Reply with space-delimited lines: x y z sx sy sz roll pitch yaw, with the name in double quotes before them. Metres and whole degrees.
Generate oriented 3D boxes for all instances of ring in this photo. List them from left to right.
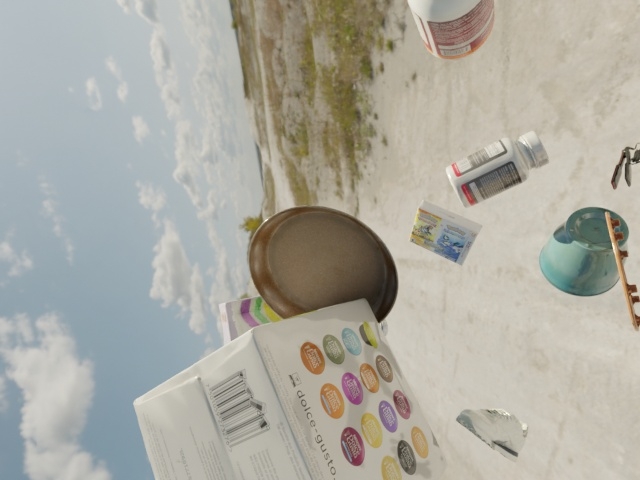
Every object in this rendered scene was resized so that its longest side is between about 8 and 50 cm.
"ring" 0.851 0.081 1.156 0.336 0.032 0.337 22 -118 -49

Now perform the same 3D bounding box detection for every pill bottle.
"pill bottle" 0.196 -0.373 0.625 0.221 0.121 0.121 2 -104 -67
"pill bottle" 0.638 -0.261 1.507 0.176 0.318 0.176 47 -153 -34

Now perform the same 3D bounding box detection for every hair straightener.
"hair straightener" 1.044 -0.257 1.385 0.089 0.230 0.047 -8 124 53

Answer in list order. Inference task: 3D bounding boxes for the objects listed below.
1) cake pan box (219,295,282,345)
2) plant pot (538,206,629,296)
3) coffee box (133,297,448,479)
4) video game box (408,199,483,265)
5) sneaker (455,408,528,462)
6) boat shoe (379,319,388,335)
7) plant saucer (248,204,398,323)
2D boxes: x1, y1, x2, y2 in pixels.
"cake pan box" -0.117 0.268 1.063 0.070 0.245 0.267 -23 75 63
"plant pot" 0.945 0.025 1.472 0.255 0.271 0.272 62 -170 -54
"coffee box" -0.048 0.338 0.728 0.334 0.338 0.338 -1 -119 -55
"video game box" 0.409 -0.022 1.380 0.048 0.205 0.187 -51 -22 -32
"sneaker" 0.409 0.436 0.981 0.235 0.095 0.090 37 177 -31
"boat shoe" 0.181 0.349 1.830 0.302 0.094 0.109 19 103 61
"plant saucer" 0.005 0.063 0.842 0.050 0.310 0.311 -58 -34 -56
